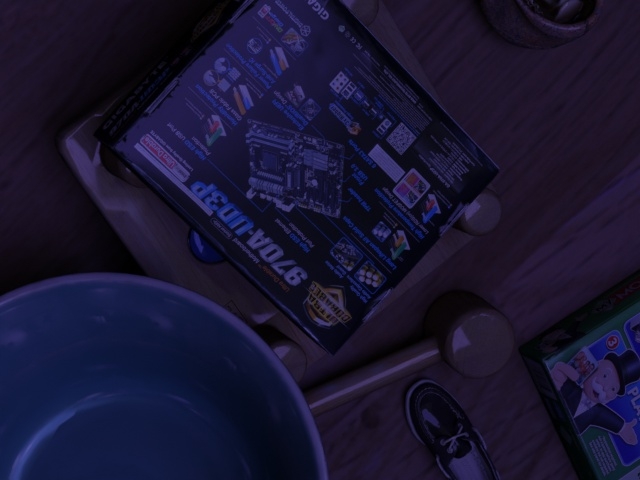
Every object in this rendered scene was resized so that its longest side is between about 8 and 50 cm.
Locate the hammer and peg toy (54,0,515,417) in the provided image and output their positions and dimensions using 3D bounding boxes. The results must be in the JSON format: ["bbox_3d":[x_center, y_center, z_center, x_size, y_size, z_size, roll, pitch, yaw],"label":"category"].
[{"bbox_3d":[0.000,0.000,1.373,0.266,0.127,0.361,-37,112,-11],"label":"hammer and peg toy"}]

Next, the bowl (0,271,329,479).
[{"bbox_3d":[-0.143,0.189,1.300,0.311,0.163,0.312,-1,79,3],"label":"bowl"}]

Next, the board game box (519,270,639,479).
[{"bbox_3d":[0.321,0.170,1.586,0.213,0.046,0.317,-31,111,-14],"label":"board game box"}]

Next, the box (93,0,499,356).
[{"bbox_3d":[-0.012,-0.058,1.258,0.220,0.051,0.175,44,85,-23],"label":"box"}]

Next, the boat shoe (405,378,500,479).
[{"bbox_3d":[0.108,0.166,1.502,0.046,0.038,0.125,-31,111,-14],"label":"boat shoe"}]

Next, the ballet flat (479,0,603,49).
[{"bbox_3d":[0.128,-0.282,1.377,0.107,0.106,0.316,-35,112,-12],"label":"ballet flat"}]
